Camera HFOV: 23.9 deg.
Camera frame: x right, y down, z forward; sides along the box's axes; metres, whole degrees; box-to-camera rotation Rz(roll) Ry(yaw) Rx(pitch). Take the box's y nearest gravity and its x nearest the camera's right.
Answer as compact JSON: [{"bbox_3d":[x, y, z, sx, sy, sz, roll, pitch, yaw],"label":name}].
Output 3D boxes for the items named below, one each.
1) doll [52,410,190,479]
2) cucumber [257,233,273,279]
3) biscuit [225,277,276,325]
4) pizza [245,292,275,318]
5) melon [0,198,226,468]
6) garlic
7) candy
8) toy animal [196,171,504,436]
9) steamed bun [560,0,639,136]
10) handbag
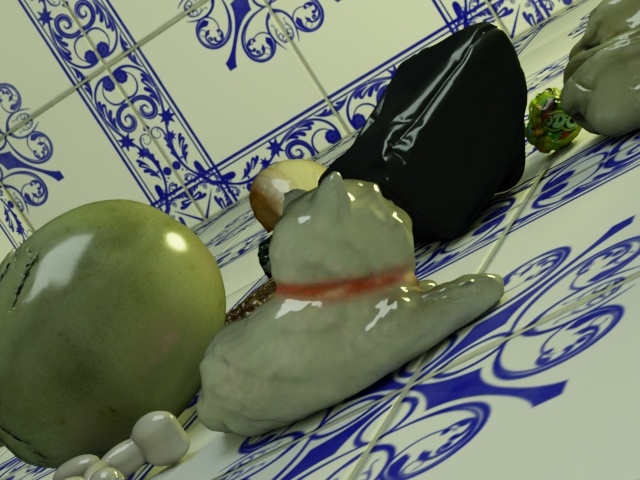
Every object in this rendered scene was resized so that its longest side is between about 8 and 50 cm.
[{"bbox_3d":[-0.207,0.230,1.530,0.160,0.059,0.161,-31,7,11],"label":"doll"},{"bbox_3d":[0.000,-0.001,2.175,0.265,0.077,0.077,-23,12,44],"label":"cucumber"},{"bbox_3d":[-0.136,0.128,1.949,0.231,0.025,0.131,-40,8,1],"label":"biscuit"},{"bbox_3d":[-0.047,0.092,1.792,0.134,0.056,0.271,-20,14,45],"label":"pizza"},{"bbox_3d":[-0.256,0.110,1.699,0.330,0.268,0.268,-53,14,-19],"label":"melon"},{"bbox_3d":[-0.030,-0.052,2.081,0.128,0.115,0.206,-46,32,2],"label":"garlic"},{"bbox_3d":[0.302,-0.158,1.979,0.077,0.073,0.262,-54,-3,10],"label":"candy"},{"bbox_3d":[-0.025,0.064,1.436,0.266,0.188,0.308,-44,13,-16],"label":"toy animal"},{"bbox_3d":[0.371,-0.225,1.762,0.218,0.144,0.211,-35,8,-10],"label":"steamed bun"},{"bbox_3d":[0.149,-0.117,1.882,0.275,0.178,0.302,-51,10,-15],"label":"handbag"}]
